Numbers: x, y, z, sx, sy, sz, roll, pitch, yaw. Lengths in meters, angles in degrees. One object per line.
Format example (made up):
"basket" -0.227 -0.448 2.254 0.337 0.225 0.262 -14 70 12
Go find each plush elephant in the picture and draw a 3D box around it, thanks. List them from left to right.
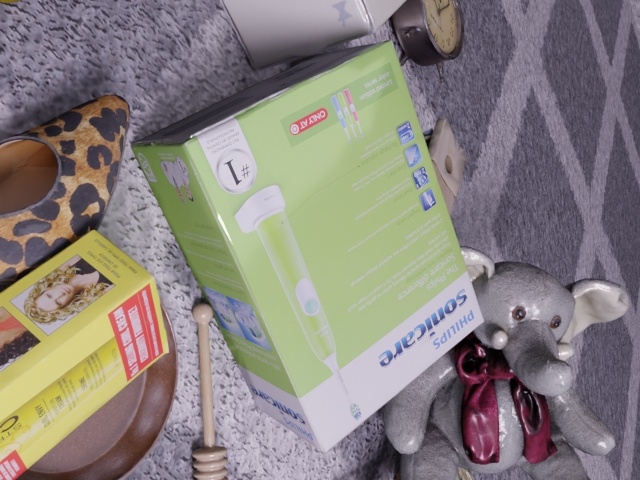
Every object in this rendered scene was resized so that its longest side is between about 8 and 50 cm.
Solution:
"plush elephant" 0.212 0.142 0.762 0.330 0.272 0.255 -92 -171 -51

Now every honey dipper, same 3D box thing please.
"honey dipper" -0.098 0.134 0.581 0.030 0.030 0.161 3 80 -53

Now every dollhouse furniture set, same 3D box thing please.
"dollhouse furniture set" 0.050 -0.094 0.726 0.184 0.129 0.129 50 48 -39

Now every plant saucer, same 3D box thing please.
"plant saucer" -0.173 0.094 0.483 0.168 0.029 0.168 9 79 -53

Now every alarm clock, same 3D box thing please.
"alarm clock" 0.150 -0.326 0.950 0.129 0.064 0.192 37 59 -45

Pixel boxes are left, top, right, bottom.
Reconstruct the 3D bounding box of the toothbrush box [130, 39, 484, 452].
"toothbrush box" 0.000 0.000 0.601 0.206 0.122 0.283 -34 112 -26

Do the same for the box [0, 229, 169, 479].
"box" -0.190 0.096 0.364 0.232 0.058 0.087 -41 153 -34

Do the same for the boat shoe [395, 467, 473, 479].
"boat shoe" 0.184 0.382 0.861 0.089 0.104 0.285 -35 113 -47

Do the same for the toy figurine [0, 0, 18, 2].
"toy figurine" -0.124 -0.249 0.436 0.213 0.209 0.148 -35 111 -35

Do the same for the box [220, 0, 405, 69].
"box" 0.016 -0.292 0.692 0.232 0.148 0.127 -53 125 -43

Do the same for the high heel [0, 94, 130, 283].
"high heel" -0.210 -0.047 0.366 0.261 0.093 0.186 -57 148 -31
